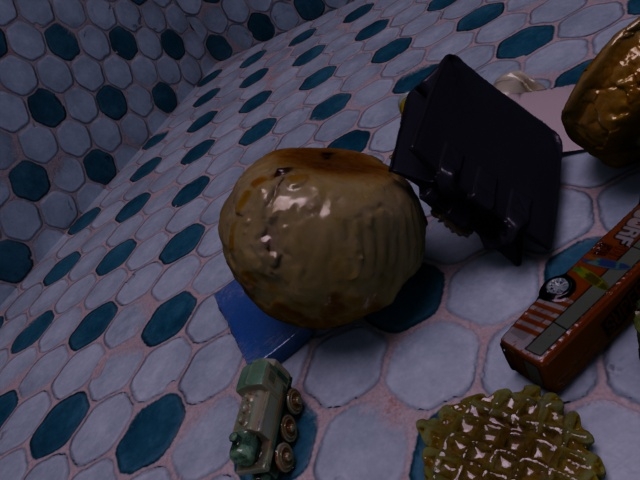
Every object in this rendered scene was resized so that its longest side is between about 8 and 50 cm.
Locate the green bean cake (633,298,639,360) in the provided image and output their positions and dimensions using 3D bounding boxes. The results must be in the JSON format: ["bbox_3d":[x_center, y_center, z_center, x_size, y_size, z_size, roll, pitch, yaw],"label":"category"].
[{"bbox_3d":[0.488,0.121,0.602,0.200,0.113,0.214,-30,32,8],"label":"green bean cake"}]

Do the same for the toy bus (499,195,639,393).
[{"bbox_3d":[0.429,0.046,0.773,0.409,0.093,0.092,-40,33,-9],"label":"toy bus"}]

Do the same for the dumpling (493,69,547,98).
[{"bbox_3d":[0.449,-0.315,1.226,0.134,0.100,0.169,1,47,38],"label":"dumpling"}]

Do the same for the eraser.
[{"bbox_3d":[-0.133,0.160,1.174,0.144,0.042,0.312,-37,32,-6],"label":"eraser"}]

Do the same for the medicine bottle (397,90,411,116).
[{"bbox_3d":[0.248,-0.317,1.440,0.074,0.074,0.218,-20,37,21],"label":"medicine bottle"}]

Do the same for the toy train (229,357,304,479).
[{"bbox_3d":[-0.093,0.295,0.884,0.081,0.125,0.194,-21,34,26],"label":"toy train"}]

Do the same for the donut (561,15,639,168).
[{"bbox_3d":[0.553,-0.249,0.888,0.330,0.330,0.160,-34,69,1],"label":"donut"}]

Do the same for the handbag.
[{"bbox_3d":[0.279,-0.144,0.968,0.122,0.303,0.329,-43,19,48],"label":"handbag"}]

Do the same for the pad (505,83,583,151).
[{"bbox_3d":[0.476,-0.249,1.119,0.265,0.009,0.159,-3,67,30],"label":"pad"}]

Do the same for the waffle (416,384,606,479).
[{"bbox_3d":[0.234,0.276,0.679,0.214,0.054,0.208,-23,30,7],"label":"waffle"}]

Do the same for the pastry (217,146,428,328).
[{"bbox_3d":[0.000,0.000,1.002,0.389,0.312,0.388,2,25,-1],"label":"pastry"}]
